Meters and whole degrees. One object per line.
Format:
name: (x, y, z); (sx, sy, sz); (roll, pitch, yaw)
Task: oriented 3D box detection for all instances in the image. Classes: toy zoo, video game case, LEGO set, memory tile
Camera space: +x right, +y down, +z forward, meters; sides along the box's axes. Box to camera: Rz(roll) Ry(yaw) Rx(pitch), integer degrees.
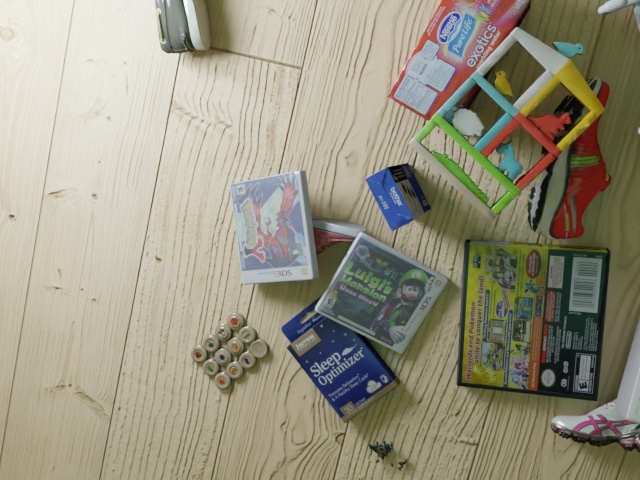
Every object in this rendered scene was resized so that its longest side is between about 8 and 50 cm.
toy zoo: (0.310, -0.200, 1.180); (0.192, 0.030, 0.293); (44, 105, -1)
video game case: (0.113, 0.100, 1.364); (0.190, 0.022, 0.173); (28, 104, -9)
LEGO set: (0.130, 0.415, 1.435); (0.054, 0.023, 0.083); (-40, 100, 18)
video game case: (0.379, 0.141, 1.324); (0.248, 0.035, 0.274); (4, 99, 14)
video game case: (-0.090, -0.021, 1.387); (0.183, 0.023, 0.201); (-7, 91, 38)
memory tile: (-0.185, 0.226, 1.493); (0.148, 0.012, 0.113); (-42, 86, 15)

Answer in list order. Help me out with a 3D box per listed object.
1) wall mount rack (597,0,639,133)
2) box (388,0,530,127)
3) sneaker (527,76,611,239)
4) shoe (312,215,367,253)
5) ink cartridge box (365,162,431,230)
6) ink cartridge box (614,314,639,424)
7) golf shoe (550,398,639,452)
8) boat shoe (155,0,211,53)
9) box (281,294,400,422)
wall mount rack: (0.598, -0.305, 1.085); (0.304, 0.130, 0.350); (-18, 95, 27)
box: (0.238, -0.324, 1.252); (0.128, 0.122, 0.256); (31, 104, 7)
sneaker: (0.443, -0.135, 1.253); (0.118, 0.107, 0.279); (13, 104, -6)
shoe: (0.000, 0.000, 1.392); (0.178, 0.063, 0.081); (10, 101, 19)
ink cartridge box: (0.138, -0.079, 1.267); (0.046, 0.207, 0.097); (-27, 90, 17)
ink cartridge box: (0.634, 0.223, 1.153); (0.270, 0.197, 0.198); (15, 87, 18)
golf shoe: (0.507, 0.325, 1.307); (0.186, 0.067, 0.086); (3, 69, 16)
boat shoe: (-0.278, -0.504, 1.371); (0.091, 0.109, 0.304); (-7, 99, 11)
box: (0.032, 0.226, 1.425); (0.136, 0.036, 0.225); (-39, 85, 16)
